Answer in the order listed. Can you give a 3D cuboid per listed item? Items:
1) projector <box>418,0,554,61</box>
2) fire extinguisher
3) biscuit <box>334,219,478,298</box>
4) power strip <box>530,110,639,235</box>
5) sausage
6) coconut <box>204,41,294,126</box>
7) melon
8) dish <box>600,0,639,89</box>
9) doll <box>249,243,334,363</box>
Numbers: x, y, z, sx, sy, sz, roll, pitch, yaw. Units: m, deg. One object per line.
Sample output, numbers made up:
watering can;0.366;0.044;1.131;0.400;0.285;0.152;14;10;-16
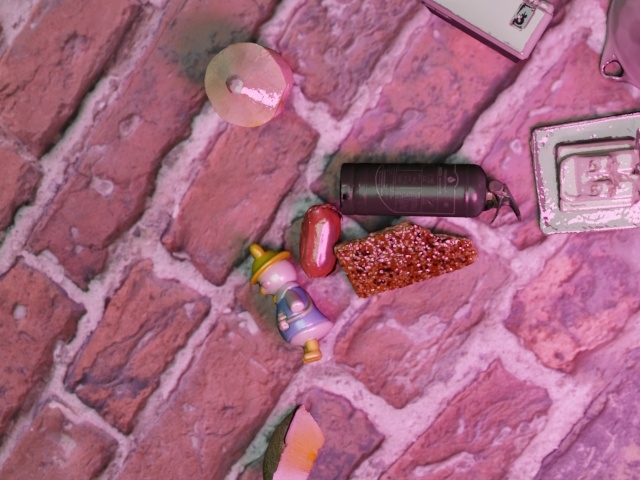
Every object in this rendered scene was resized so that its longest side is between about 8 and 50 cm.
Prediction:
projector;0.260;-0.367;1.359;0.192;0.257;0.099;31;104;4
fire extinguisher;0.189;-0.081;1.509;0.311;0.095;0.114;0;67;10
biscuit;0.154;0.025;1.549;0.237;0.026;0.131;-18;126;15
power strip;0.471;-0.108;1.469;0.213;0.064;0.198;-8;97;13
sausage;0.000;0.000;1.578;0.076;0.076;0.141;7;103;10
coconut;-0.124;-0.271;1.507;0.147;0.153;0.147;2;99;10
melon;-0.066;0.426;1.663;0.093;0.202;0.139;34;142;-16
dish;0.600;-0.348;1.369;0.303;0.120;0.303;2;100;10
doll;-0.057;0.107;1.582;0.099;0.135;0.241;-40;76;25
